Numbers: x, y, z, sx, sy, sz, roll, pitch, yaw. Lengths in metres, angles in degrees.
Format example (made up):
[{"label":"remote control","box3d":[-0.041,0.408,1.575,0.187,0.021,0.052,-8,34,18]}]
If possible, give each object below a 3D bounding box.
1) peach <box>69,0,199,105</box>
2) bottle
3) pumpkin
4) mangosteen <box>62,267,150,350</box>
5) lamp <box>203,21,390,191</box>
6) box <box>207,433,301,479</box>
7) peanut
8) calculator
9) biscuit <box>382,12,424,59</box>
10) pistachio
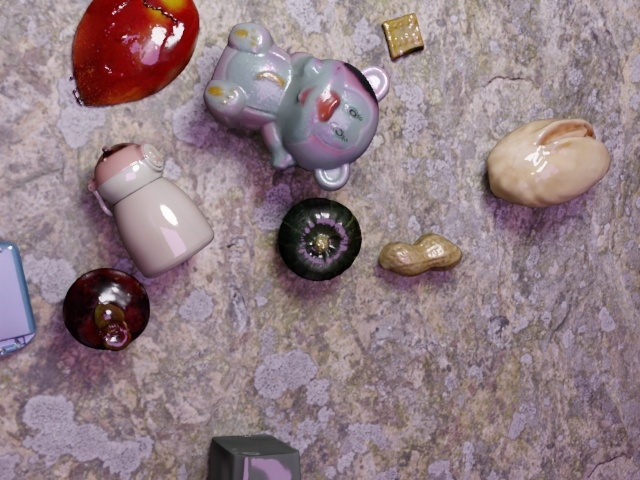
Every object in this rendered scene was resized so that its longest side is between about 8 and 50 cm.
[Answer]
[{"label":"peach","box3d":[-0.328,-0.346,1.130,0.189,0.068,0.279,39,81,-20]},{"label":"bottle","box3d":[-0.306,-0.065,1.135,0.148,0.147,0.236,-33,100,-16]},{"label":"pumpkin","box3d":[0.000,-0.001,1.274,0.167,0.125,0.167,-9,109,-27]},{"label":"mangosteen","box3d":[-0.369,0.123,1.123,0.153,0.152,0.152,-3,97,-22]},{"label":"lamp","box3d":[-0.044,-0.241,1.191,0.301,0.247,0.247,23,83,-1]},{"label":"box","box3d":[-0.128,0.451,1.222,0.163,0.243,0.134,3,82,-22]},{"label":"peanut","box3d":[0.216,0.032,1.391,0.193,0.089,0.089,-8,99,-22]},{"label":"calculator","box3d":[-0.561,0.095,1.098,0.121,0.039,0.210,-13,100,-23]},{"label":"biscuit","box3d":[0.174,-0.429,1.354,0.083,0.018,0.081,-23,104,-19]},{"label":"pistachio","box3d":[0.518,-0.171,1.445,0.318,0.213,0.193,-9,59,-28]}]
